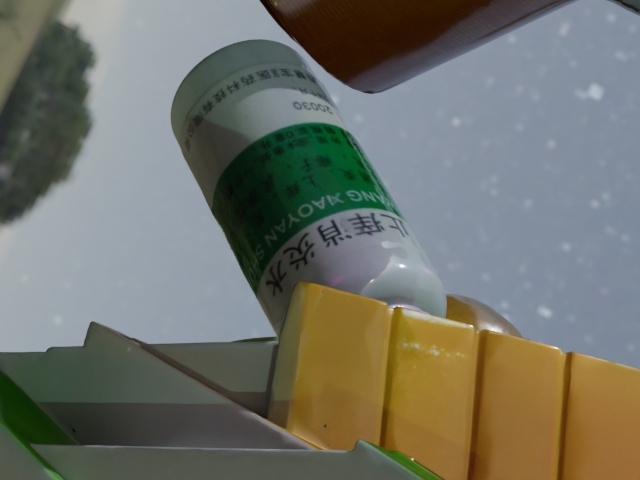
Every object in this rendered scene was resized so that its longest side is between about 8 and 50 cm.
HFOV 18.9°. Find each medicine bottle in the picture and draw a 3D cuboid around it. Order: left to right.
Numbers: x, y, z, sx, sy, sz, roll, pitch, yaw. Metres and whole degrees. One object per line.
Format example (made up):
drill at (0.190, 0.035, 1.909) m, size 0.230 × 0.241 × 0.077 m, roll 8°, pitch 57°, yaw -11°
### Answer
medicine bottle at (0.000, 0.000, 1.056) m, size 0.095 × 0.095 × 0.260 m, roll -58°, pitch -136°, yaw 31°

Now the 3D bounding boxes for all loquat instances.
loquat at (0.127, 0.118, 1.836) m, size 0.141 × 0.141 × 0.141 m, roll -60°, pitch -168°, yaw 21°

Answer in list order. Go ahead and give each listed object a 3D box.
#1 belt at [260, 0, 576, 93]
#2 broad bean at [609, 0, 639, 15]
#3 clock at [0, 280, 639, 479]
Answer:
belt at (0.014, -0.185, 0.638) m, size 0.105 × 0.261 × 0.184 m, roll -22°, pitch 171°, yaw 26°
broad bean at (0.227, -0.218, 1.511) m, size 0.077 × 0.339 × 0.061 m, roll 127°, pitch -18°, yaw -78°
clock at (-0.011, 0.111, 0.645) m, size 0.309 × 0.235 × 0.166 m, roll -1°, pitch -107°, yaw 30°
